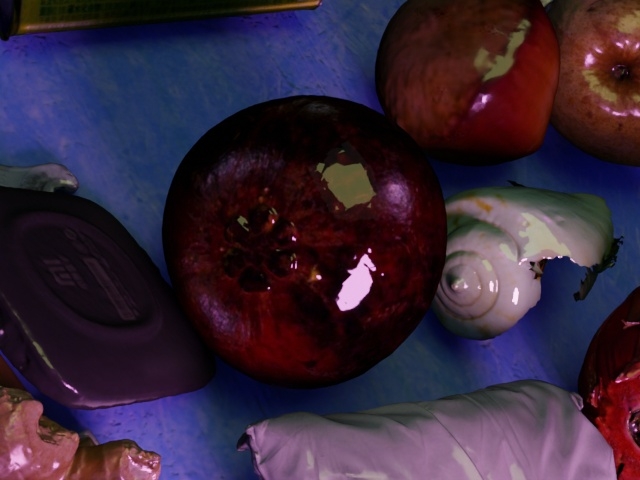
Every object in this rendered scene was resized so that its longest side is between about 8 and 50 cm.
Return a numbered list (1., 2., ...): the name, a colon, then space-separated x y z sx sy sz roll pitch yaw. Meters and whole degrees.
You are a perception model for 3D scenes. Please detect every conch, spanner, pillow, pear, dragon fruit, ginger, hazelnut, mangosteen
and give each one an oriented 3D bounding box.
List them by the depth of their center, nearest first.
1. ginger: -0.194 0.144 0.762 0.165 0.096 0.067 -3 18 -15
2. pillow: 0.113 0.249 0.814 0.309 0.138 0.283 -4 66 -26
3. spanner: -0.352 -0.069 0.912 0.301 0.017 0.071 15 50 -15
4. mangosteen: 0.000 0.000 0.914 0.235 0.235 0.261 46 15 13
5. dragon fruit: 0.344 0.137 0.954 0.252 0.241 0.241 -28 70 -23
6. conch: 0.204 0.010 1.036 0.250 0.143 0.137 -9 67 -33
7. hazelnut: 0.160 -0.164 1.139 0.208 0.208 0.208 13 50 -16
8. pear: 0.335 -0.180 1.204 0.228 0.188 0.211 46 28 11

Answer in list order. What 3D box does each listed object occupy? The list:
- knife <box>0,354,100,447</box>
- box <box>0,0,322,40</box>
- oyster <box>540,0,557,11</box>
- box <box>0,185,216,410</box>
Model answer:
1. knife: -0.184 0.156 0.815 0.046 0.022 0.256 -28 70 -42
2. box: -0.167 -0.276 1.110 0.345 0.097 0.134 -13 53 -33
3. oyster: 0.208 -0.312 1.341 0.191 0.081 0.163 28 21 -5
4. box: -0.185 0.036 0.853 0.212 0.042 0.201 53 26 19
